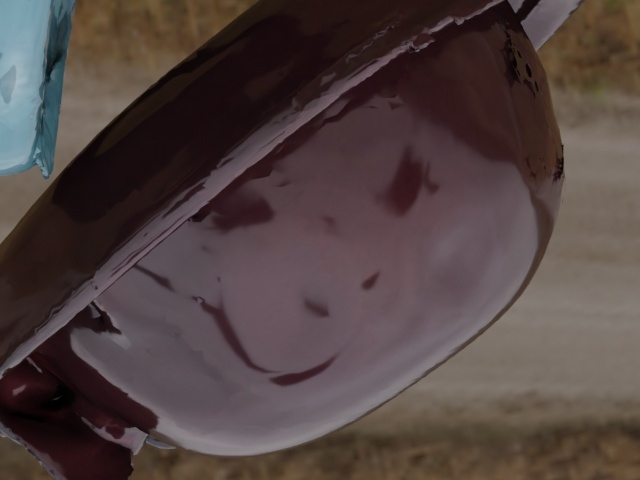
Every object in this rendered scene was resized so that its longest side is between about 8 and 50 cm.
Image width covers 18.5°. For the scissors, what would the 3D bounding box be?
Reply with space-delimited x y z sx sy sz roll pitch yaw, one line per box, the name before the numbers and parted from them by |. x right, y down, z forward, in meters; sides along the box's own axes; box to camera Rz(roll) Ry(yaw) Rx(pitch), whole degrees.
scissors | -0.038 -0.185 0.372 0.032 0.393 0.180 8 -168 -13

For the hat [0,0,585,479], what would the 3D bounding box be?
hat | 0.000 0.000 0.504 0.205 0.089 0.205 -38 175 -4
